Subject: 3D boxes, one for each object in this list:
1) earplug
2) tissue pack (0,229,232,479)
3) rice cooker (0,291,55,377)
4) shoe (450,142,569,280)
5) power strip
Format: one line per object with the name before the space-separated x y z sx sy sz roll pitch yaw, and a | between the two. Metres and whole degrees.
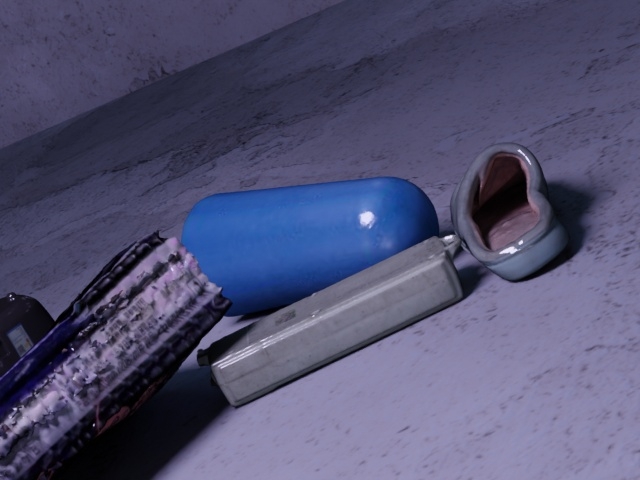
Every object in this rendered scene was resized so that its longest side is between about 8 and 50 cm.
earplug | 0.000 0.000 1.686 0.273 0.132 0.132 -9 23 40
tissue pack | -0.249 0.152 1.520 0.332 0.123 0.245 -43 2 -42
rice cooker | -0.370 0.139 1.842 0.142 0.118 0.203 -16 17 33
shoe | 0.169 -0.043 1.581 0.103 0.100 0.251 -25 19 3
power strip | 0.015 0.074 1.547 0.272 0.052 0.078 -25 15 3
